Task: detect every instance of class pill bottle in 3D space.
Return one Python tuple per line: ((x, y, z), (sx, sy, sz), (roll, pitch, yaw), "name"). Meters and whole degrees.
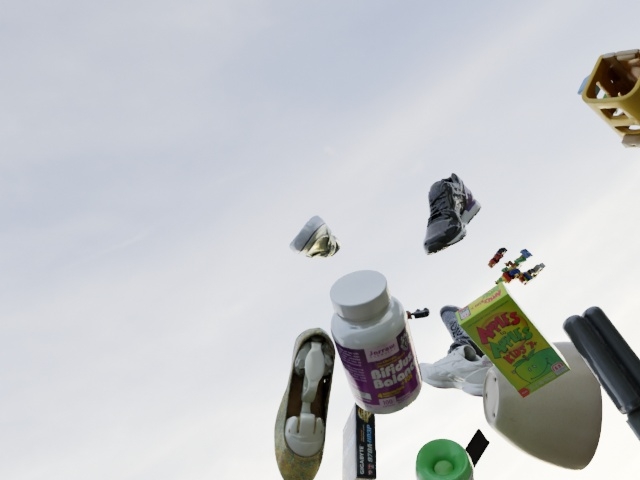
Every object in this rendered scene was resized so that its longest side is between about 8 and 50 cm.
((0.117, 0.221, 1.254), (0.169, 0.169, 0.302), (-24, -61, -10), "pill bottle")

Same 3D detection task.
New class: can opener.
((0.481, 0.244, 0.896), (0.075, 0.284, 0.095), (-22, -28, -10), "can opener")

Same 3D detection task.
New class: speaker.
((0.285, 0.576, 1.253), (0.131, 0.131, 0.297), (-22, -59, -11), "speaker")

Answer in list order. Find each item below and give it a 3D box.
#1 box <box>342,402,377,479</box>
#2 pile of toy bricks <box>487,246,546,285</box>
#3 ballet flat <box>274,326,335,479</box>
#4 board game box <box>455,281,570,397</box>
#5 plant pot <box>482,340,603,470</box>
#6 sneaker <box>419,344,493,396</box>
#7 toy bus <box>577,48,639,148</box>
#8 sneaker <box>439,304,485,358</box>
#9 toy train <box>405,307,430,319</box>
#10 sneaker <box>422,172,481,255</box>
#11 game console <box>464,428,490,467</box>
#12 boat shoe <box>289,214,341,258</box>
((0.091, 0.512, 1.382), (0.051, 0.175, 0.220), (5, -36, -4), "box")
((0.557, 0.094, 1.680), (0.212, 0.118, 0.105), (-9, -40, -45), "pile of toy bricks")
((-0.030, 0.359, 1.257), (0.123, 0.349, 0.123), (7, -21, 3), "ballet flat")
((0.314, 0.165, 0.934), (0.092, 0.043, 0.181), (-38, -74, 17), "board game box")
((0.482, 0.365, 1.302), (0.190, 0.284, 0.284), (6, -58, 0), "plant pot")
((0.431, 0.401, 1.814), (0.114, 0.305, 0.152), (1, -93, -39), "sneaker")
((0.469, -0.184, 0.818), (0.105, 0.202, 0.191), (-63, -18, -4), "toy bus")
((0.472, 0.323, 1.932), (0.153, 0.269, 0.101), (3, -51, -44), "sneaker")
((0.236, 0.220, 1.640), (0.158, 0.036, 0.027), (-13, -77, 20), "toy train")
((0.282, -0.068, 1.340), (0.107, 0.283, 0.124), (-27, -79, 35), "sneaker")
((0.542, 0.747, 2.035), (0.122, 0.071, 0.107), (-45, -13, -27), "game console")
((0.000, 0.000, 1.509), (0.109, 0.094, 0.302), (-51, -7, 10), "boat shoe")
